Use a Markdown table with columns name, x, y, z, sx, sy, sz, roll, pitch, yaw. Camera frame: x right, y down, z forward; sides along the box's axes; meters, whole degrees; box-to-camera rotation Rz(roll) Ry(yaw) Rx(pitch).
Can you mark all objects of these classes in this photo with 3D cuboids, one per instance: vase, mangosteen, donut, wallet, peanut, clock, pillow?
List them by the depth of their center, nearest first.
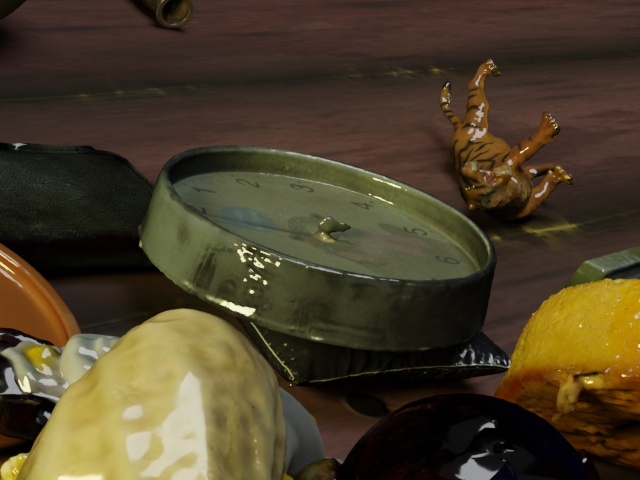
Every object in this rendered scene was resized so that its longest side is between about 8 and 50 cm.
| name | x | y | z | sx | sy | sz | roll | pitch | yaw |
| --- | --- | --- | --- | --- | --- | --- | --- | --- | --- |
| peanut | -0.088 | 0.169 | 1.036 | 0.152 | 0.152 | 0.313 | 14 | 43 | -16 |
| mangosteen | 0.061 | 0.193 | 1.134 | 0.231 | 0.194 | 0.194 | -20 | 29 | -1 |
| donut | 0.246 | 0.115 | 1.413 | 0.254 | 0.253 | 0.118 | 18 | 66 | -6 |
| clock | 0.000 | 0.000 | 1.511 | 0.281 | 0.055 | 0.280 | 14 | 19 | -5 |
| wallet | -0.251 | -0.028 | 1.516 | 0.318 | 0.045 | 0.172 | 0 | 33 | -42 |
| pillow | 0.033 | 0.068 | 1.521 | 0.208 | 0.055 | 0.141 | 1 | 27 | -34 |
| vase | -0.171 | -0.270 | 2.129 | 0.053 | 0.053 | 0.100 | 7 | 29 | -29 |

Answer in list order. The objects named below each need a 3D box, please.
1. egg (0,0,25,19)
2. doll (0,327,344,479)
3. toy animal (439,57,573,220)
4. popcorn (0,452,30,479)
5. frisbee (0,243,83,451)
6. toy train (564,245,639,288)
| name | x | y | z | sx | sy | sz | roll | pitch | yaw |
| --- | --- | --- | --- | --- | --- | --- | --- | --- | --- |
| egg | -0.349 | -0.283 | 1.829 | 0.183 | 0.183 | 0.217 | 24 | 14 | 9 |
| doll | -0.120 | 0.107 | 1.232 | 0.316 | 0.103 | 0.145 | 15 | -5 | -16 |
| toy animal | 0.166 | -0.090 | 1.977 | 0.116 | 0.114 | 0.255 | -28 | 28 | -3 |
| popcorn | -0.161 | 0.151 | 1.140 | 0.084 | 0.084 | 0.084 | 17 | 22 | -7 |
| frisbee | -0.272 | 0.054 | 1.295 | 0.251 | 0.021 | 0.250 | 21 | 31 | -13 |
| toy train | 0.338 | 0.086 | 1.666 | 0.202 | 0.131 | 0.300 | 25 | 21 | 31 |
